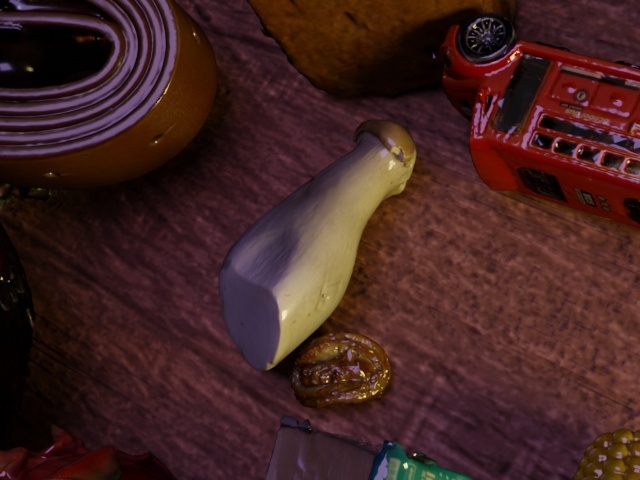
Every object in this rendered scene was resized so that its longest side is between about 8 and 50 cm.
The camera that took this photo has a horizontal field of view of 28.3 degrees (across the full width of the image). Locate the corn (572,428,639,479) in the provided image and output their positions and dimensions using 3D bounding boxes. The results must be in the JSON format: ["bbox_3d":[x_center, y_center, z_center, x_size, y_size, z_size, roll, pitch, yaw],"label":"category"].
[{"bbox_3d":[0.185,0.269,0.812,0.106,0.106,0.305,4,64,25],"label":"corn"}]

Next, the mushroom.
[{"bbox_3d":[0.000,0.000,1.030,0.225,0.093,0.116,-50,21,-24],"label":"mushroom"}]

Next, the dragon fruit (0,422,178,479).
[{"bbox_3d":[-0.164,0.276,0.908,0.234,0.234,0.293,-37,72,5],"label":"dragon fruit"}]

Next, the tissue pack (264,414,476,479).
[{"bbox_3d":[0.031,0.273,0.816,0.134,0.192,0.270,-3,63,46],"label":"tissue pack"}]

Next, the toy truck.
[{"bbox_3d":[0.199,-0.083,0.962,0.253,0.107,0.114,19,76,29],"label":"toy truck"}]

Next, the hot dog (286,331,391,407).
[{"bbox_3d":[0.013,0.103,1.001,0.083,0.035,0.058,-11,67,19],"label":"hot dog"}]

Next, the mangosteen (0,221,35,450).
[{"bbox_3d":[-0.420,0.061,0.985,0.381,0.421,0.381,-3,56,4],"label":"mangosteen"}]

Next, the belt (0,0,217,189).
[{"bbox_3d":[-0.267,-0.164,1.118,0.339,0.122,0.217,9,82,15],"label":"belt"}]

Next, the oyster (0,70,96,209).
[{"bbox_3d":[-0.278,-0.156,1.226,0.198,0.092,0.259,-27,71,11],"label":"oyster"}]

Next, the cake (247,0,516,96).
[{"bbox_3d":[0.053,-0.294,1.082,0.196,0.199,0.293,-11,59,25],"label":"cake"}]
